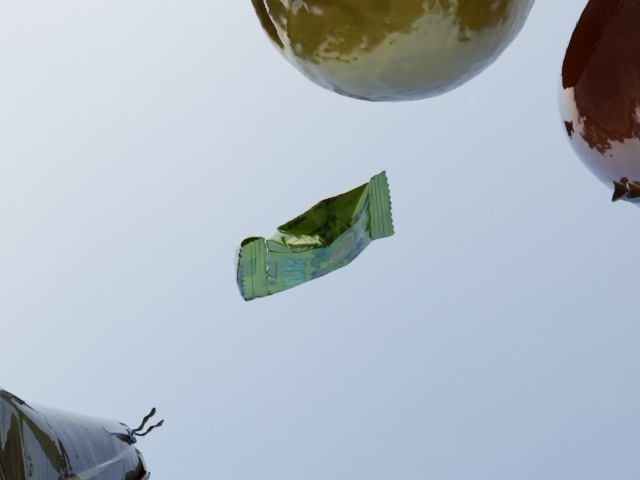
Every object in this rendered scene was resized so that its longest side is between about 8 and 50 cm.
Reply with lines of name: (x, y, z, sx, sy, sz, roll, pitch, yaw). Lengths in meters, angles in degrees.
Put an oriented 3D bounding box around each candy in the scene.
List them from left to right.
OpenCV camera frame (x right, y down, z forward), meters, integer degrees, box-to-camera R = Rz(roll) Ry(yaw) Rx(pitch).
candy: (0.000, 0.000, 1.514, 0.246, 0.149, 0.069, -30, -120, -19)

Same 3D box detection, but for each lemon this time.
lemon: (0.074, -0.275, 1.094, 0.297, 0.297, 0.297, -18, -118, 39)

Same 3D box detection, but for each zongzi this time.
zongzi: (-0.151, 0.183, 0.653, 0.084, 0.187, 0.184, -23, -112, 17)

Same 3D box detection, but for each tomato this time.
tomato: (0.375, -0.156, 0.953, 0.321, 0.321, 0.321, -18, -118, 39)
